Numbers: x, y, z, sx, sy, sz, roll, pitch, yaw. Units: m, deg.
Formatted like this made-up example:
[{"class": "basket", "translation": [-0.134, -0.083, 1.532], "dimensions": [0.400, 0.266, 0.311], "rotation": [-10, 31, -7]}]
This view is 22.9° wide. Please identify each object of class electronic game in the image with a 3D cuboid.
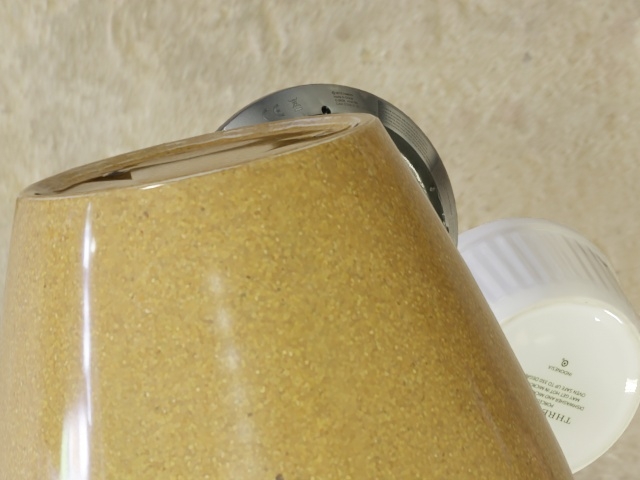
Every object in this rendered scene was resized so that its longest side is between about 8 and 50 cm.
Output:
[{"class": "electronic game", "translation": [0.000, 0.000, 1.159], "dimensions": [0.229, 0.048, 0.229], "rotation": [-3, 97, -25]}]

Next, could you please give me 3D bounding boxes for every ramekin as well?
[{"class": "ramekin", "translation": [0.203, 0.122, 1.581], "dimensions": [0.273, 0.127, 0.273], "rotation": [-8, 117, -17]}]

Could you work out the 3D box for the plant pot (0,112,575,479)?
[{"class": "plant pot", "translation": [-0.015, 0.094, 0.521], "dimensions": [0.237, 0.237, 0.254], "rotation": [-15, 101, -12]}]
